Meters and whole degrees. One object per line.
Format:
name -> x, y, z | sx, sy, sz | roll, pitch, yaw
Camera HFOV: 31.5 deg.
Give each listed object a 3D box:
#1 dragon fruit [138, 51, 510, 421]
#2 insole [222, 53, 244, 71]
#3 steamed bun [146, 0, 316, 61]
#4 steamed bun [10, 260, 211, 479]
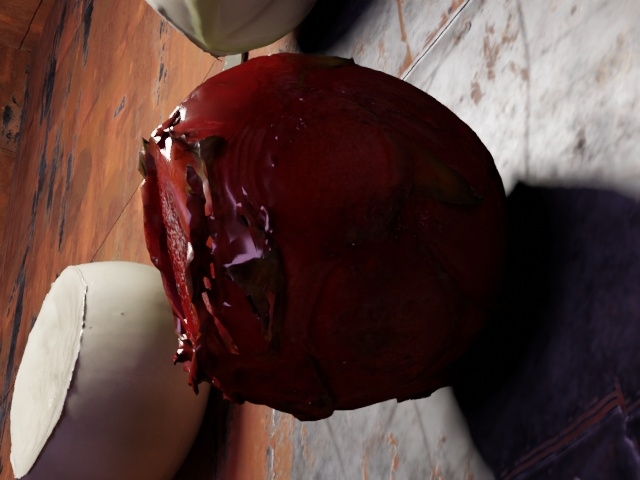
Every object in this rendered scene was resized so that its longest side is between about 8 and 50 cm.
dragon fruit -> 0.000, 0.000, 0.911 | 0.296, 0.302, 0.295 | -30, 55, 55
insole -> -0.138, -0.206, 1.682 | 0.081, 0.011, 0.247 | -26, 52, 60
steamed bun -> -0.104, -0.405, 1.417 | 0.309, 0.309, 0.309 | -44, 37, 47
steamed bun -> -0.256, 0.187, 1.441 | 0.324, 0.206, 0.324 | -41, 40, 47
